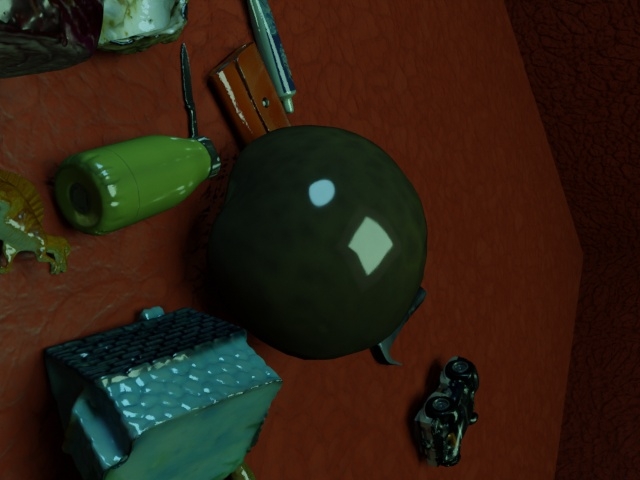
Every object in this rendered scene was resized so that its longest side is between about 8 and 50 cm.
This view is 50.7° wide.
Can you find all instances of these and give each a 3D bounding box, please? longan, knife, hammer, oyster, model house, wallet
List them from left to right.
[{"bbox_3d":[-0.295,-0.340,0.964,0.294,0.094,0.166,-36,97,-42],"label":"oyster"},{"bbox_3d":[-0.240,0.212,0.897,0.261,0.241,0.226,-12,139,-46],"label":"model house"},{"bbox_3d":[-0.218,-0.243,1.118,0.023,0.010,0.170,-4,86,-63],"label":"knife"},{"bbox_3d":[-0.118,-0.243,1.237,0.142,0.045,0.204,-56,130,-44],"label":"wallet"},{"bbox_3d":[0.000,0.000,1.125,0.404,0.336,0.405,9,63,-19],"label":"longan"},{"bbox_3d":[0.200,0.199,1.663,0.290,0.037,0.137,-42,119,-51],"label":"hammer"}]

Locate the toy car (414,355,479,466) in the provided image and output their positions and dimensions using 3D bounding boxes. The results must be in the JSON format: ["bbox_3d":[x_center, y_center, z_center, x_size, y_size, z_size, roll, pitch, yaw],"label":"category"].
[{"bbox_3d":[0.340,0.441,1.769,0.301,0.118,0.193,-50,135,-49],"label":"toy car"}]

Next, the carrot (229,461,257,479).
[{"bbox_3d":[-0.104,0.476,1.133,0.078,0.078,0.298,-29,105,-55],"label":"carrot"}]

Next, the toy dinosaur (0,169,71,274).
[{"bbox_3d":[-0.372,-0.046,0.812,0.142,0.057,0.212,-36,117,-66],"label":"toy dinosaur"}]

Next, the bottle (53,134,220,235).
[{"bbox_3d":[-0.244,-0.093,0.962,0.260,0.112,0.112,-32,112,-54],"label":"bottle"}]

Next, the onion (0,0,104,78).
[{"bbox_3d":[-0.387,-0.288,0.641,0.336,0.281,0.260,-13,94,-43],"label":"onion"}]

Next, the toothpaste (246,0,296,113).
[{"bbox_3d":[-0.097,-0.374,1.294,0.069,0.047,0.268,-27,104,-42],"label":"toothpaste"}]
